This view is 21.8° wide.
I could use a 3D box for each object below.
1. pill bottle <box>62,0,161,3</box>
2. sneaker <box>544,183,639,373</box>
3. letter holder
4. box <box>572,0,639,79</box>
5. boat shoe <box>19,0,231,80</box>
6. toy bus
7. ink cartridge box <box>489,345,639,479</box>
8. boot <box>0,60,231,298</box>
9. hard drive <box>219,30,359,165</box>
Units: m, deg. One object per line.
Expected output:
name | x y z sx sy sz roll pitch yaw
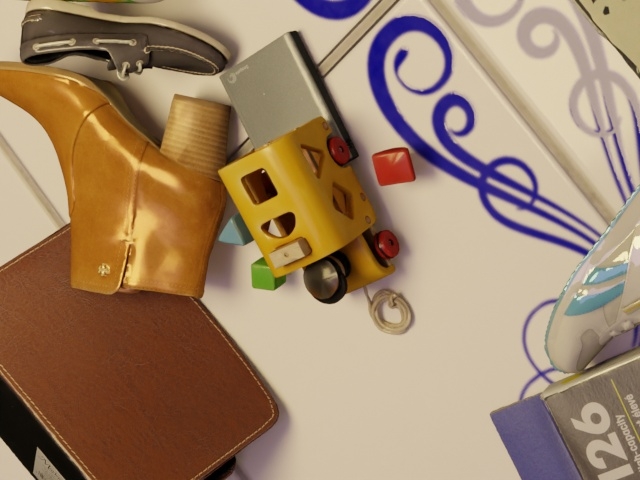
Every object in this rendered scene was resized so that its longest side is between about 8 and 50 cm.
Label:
pill bottle | -0.256 -0.301 1.616 0.246 0.136 0.136 6 104 30
sneaker | 0.271 0.035 1.401 0.092 0.087 0.228 40 120 16
letter holder | -0.214 0.148 1.704 0.302 0.214 0.152 47 152 14
box | 0.366 -0.326 1.035 0.472 0.297 0.480 -48 64 33
boat shoe | -0.191 -0.179 1.607 0.206 0.075 0.065 12 70 2
toy bus | -0.010 -0.009 1.531 0.202 0.104 0.191 22 118 19
ink cartridge box | 0.321 0.238 1.429 0.307 0.072 0.303 -29 86 31
boot | -0.233 -0.058 1.657 0.295 0.104 0.211 14 92 20
hard drive | -0.031 -0.120 1.587 0.094 0.022 0.135 -29 85 33
